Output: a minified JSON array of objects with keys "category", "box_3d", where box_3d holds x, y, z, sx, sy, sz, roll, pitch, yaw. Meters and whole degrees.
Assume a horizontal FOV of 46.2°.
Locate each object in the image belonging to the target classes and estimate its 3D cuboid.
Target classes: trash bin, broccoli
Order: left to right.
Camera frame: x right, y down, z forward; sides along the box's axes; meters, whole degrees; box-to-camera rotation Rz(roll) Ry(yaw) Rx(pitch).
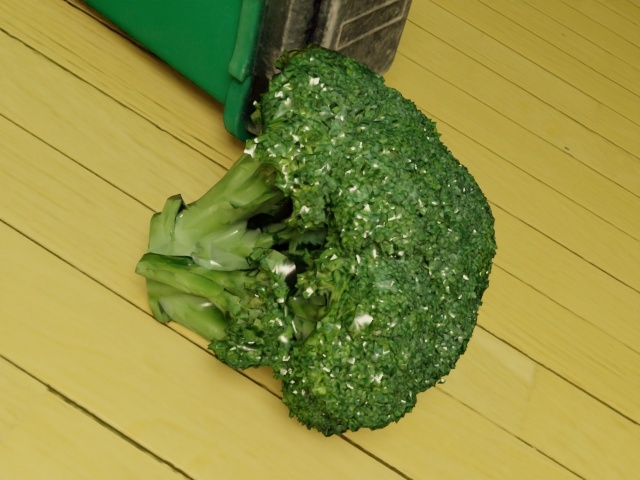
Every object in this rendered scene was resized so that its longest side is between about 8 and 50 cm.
[{"category":"trash bin","box_3d":[-0.103,-0.291,0.788,0.381,0.295,0.259,33,42,19]},{"category":"broccoli","box_3d":[0.000,0.000,0.580,0.275,0.308,0.308,1,45,5]}]
